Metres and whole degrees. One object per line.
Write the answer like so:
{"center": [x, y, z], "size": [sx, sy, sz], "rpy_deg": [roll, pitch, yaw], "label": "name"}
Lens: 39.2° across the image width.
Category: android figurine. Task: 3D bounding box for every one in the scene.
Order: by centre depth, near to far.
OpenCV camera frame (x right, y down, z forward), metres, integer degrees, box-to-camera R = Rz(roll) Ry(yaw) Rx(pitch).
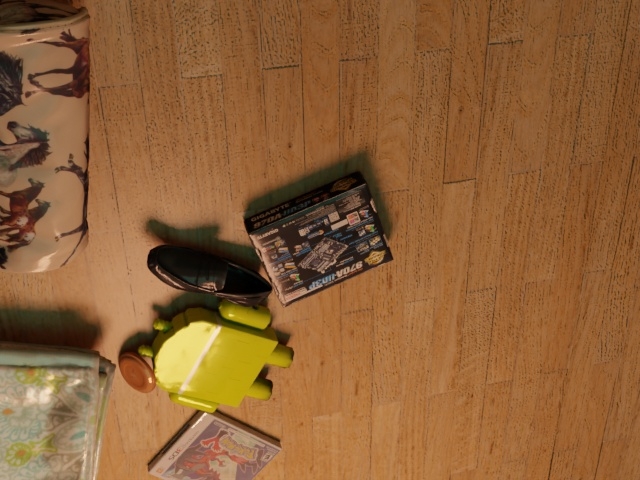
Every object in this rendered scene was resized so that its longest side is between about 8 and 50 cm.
{"center": [-0.192, 0.211, 1.631], "size": [0.272, 0.056, 0.248], "rpy_deg": [18, 115, -26], "label": "android figurine"}

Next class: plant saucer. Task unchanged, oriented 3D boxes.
{"center": [-0.328, 0.237, 1.599], "size": [0.013, 0.083, 0.084], "rpy_deg": [-40, 141, -47], "label": "plant saucer"}

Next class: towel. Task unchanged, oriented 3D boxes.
{"center": [-0.550, 0.326, 1.505], "size": [0.374, 0.090, 0.321], "rpy_deg": [7, 96, -15], "label": "towel"}

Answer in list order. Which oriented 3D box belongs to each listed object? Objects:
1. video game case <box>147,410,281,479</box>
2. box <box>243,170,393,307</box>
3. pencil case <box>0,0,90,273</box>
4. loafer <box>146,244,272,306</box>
{"center": [-0.208, 0.432, 1.787], "size": [0.201, 0.023, 0.183], "rpy_deg": [33, 108, -31], "label": "video game case"}
{"center": [0.000, 0.000, 1.556], "size": [0.220, 0.051, 0.175], "rpy_deg": [-24, 125, -1], "label": "box"}
{"center": [-0.421, -0.141, 1.277], "size": [0.183, 0.160, 0.411], "rpy_deg": [4, 120, -8], "label": "pencil case"}
{"center": [-0.183, 0.055, 1.512], "size": [0.223, 0.076, 0.078], "rpy_deg": [22, 153, -30], "label": "loafer"}
